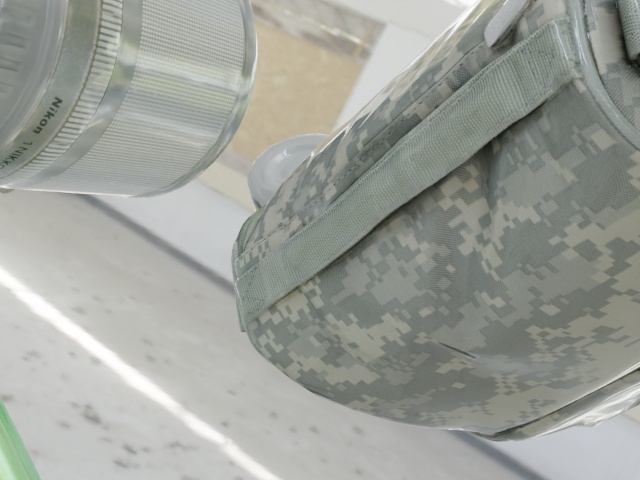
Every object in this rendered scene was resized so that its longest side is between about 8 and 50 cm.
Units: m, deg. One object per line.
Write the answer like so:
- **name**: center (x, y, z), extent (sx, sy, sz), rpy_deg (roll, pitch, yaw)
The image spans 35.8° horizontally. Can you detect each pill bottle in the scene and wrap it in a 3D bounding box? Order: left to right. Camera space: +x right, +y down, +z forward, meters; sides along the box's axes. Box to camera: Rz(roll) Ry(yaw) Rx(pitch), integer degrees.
- **pill bottle**: center (0.000, 0.000, 0.926), extent (0.103, 0.103, 0.184), rpy_deg (30, -34, 40)

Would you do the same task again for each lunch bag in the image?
- **lunch bag**: center (0.122, -0.021, 0.530), extent (0.256, 0.305, 0.212), rpy_deg (0, 65, -38)

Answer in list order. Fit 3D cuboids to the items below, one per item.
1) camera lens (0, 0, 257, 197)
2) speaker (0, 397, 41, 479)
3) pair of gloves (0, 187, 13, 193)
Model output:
- **camera lens**: center (-0.192, -0.144, 0.702), extent (0.219, 0.219, 0.274), rpy_deg (28, 12, 25)
- **speaker**: center (-0.215, 0.145, 0.530), extent (0.131, 0.131, 0.296), rpy_deg (35, -35, 62)
- **pair of gloves**: center (-0.319, -0.162, 1.343), extent (0.042, 0.204, 0.240), rpy_deg (59, 30, -22)
